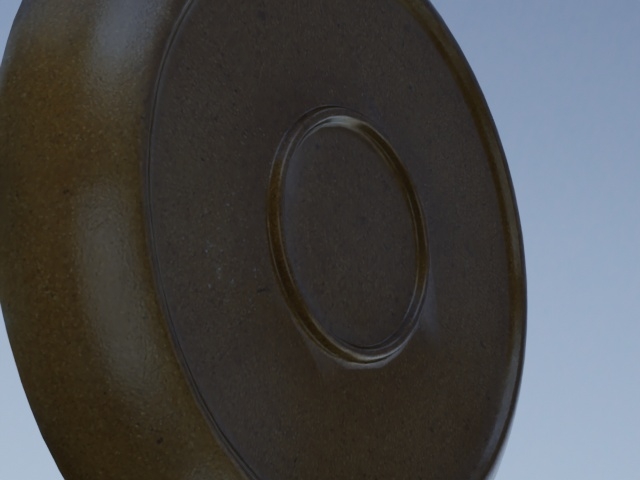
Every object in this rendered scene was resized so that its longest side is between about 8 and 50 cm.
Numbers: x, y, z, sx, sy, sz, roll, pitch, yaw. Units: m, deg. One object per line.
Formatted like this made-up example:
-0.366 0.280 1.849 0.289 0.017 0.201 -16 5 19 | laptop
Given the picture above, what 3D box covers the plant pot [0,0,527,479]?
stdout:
0.000 0.000 0.528 0.032 0.236 0.236 -11 -61 37 | plant pot
